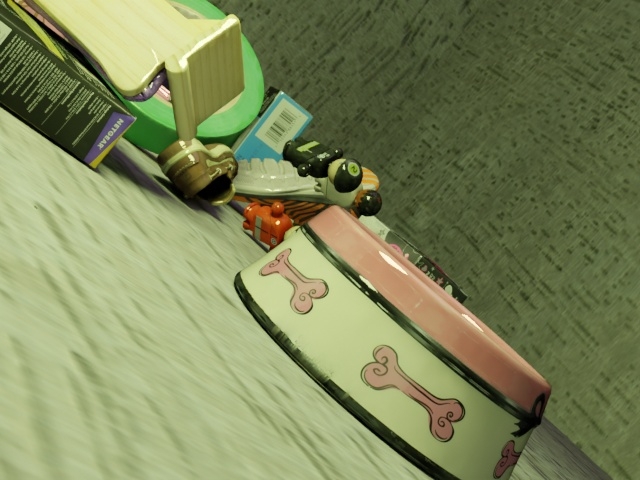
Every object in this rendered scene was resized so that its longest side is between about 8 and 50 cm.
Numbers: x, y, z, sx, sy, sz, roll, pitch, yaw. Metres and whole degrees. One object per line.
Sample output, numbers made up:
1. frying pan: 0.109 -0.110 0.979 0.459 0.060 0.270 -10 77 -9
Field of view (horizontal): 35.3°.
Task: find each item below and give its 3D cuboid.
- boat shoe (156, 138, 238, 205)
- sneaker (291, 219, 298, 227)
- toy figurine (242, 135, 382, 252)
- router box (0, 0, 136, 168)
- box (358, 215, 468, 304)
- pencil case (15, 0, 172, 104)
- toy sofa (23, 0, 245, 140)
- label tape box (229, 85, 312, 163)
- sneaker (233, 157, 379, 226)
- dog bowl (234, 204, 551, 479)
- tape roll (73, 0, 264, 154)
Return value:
1. boat shoe: -0.176 -0.092 1.561 0.095 0.095 0.257 54 12 7
2. sneaker: 0.000 0.000 2.073 0.271 0.100 0.108 42 9 26
3. toy figurine: -0.002 -0.048 1.705 0.148 0.213 0.209 28 -8 30
4. router box: -0.370 -0.230 1.194 0.243 0.081 0.309 38 4 -34
5. box: 0.123 0.075 1.840 0.142 0.163 0.247 39 3 -31
6. pencil case: -0.379 -0.332 1.799 0.386 0.167 0.160 39 41 -11
7. toy sofa: -0.279 -0.289 1.304 0.362 0.177 0.150 41 -22 18
8. label tape box: -0.150 -0.251 2.460 0.106 0.241 0.334 37 3 -15
9. sneaker: -0.052 -0.051 1.925 0.321 0.180 0.124 5 34 -8
10. dog bowl: 0.099 0.118 1.197 0.408 0.150 0.408 40 3 -3
11. tape roll: -0.251 -0.289 1.694 0.321 0.077 0.321 21 50 -27
